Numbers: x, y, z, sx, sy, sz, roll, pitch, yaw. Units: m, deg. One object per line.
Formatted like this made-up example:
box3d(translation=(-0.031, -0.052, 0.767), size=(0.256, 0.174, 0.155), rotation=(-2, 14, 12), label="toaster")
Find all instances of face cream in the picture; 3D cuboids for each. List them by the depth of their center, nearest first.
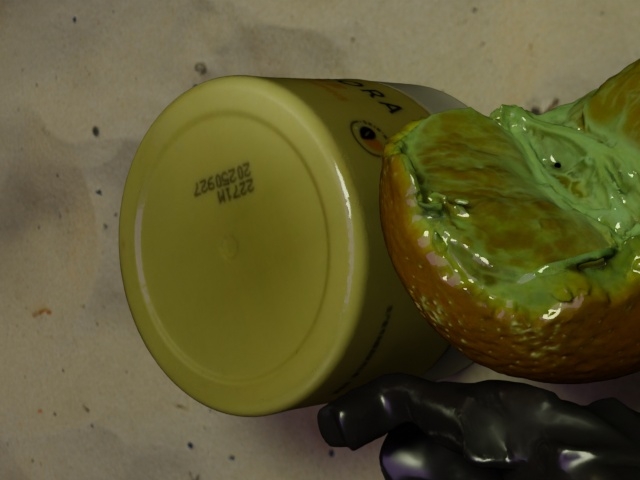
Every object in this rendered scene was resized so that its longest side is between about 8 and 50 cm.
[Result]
box3d(translation=(0.000, 0.000, 0.946), size=(0.218, 0.179, 0.218), rotation=(3, 95, 41), label="face cream")

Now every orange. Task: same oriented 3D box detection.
box3d(translation=(0.149, -0.009, 0.804), size=(0.158, 0.237, 0.179), rotation=(86, 160, -44), label="orange")

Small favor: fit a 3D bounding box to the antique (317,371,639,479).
box3d(translation=(0.141, 0.226, 0.828), size=(0.255, 0.185, 0.322), rotation=(-6, 106, 49), label="antique")
